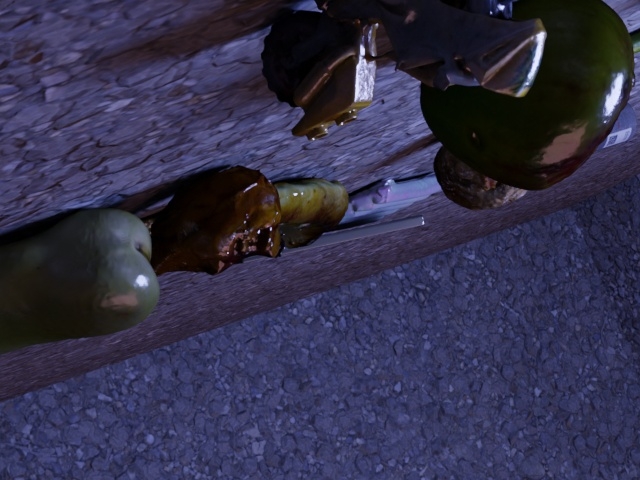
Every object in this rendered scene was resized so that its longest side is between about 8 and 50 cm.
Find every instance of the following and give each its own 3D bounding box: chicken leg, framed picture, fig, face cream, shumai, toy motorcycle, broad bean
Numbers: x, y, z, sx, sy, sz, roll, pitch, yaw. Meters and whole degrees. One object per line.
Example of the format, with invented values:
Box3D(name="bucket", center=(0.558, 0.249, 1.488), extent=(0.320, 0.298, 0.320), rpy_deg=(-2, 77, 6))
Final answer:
Box3D(name="chicken leg", center=(-0.174, 0.007, 1.378), extent=(0.304, 0.113, 0.093), rpy_deg=(-22, 154, 27))
Box3D(name="framed picture", center=(0.000, 0.000, 1.988), extent=(0.289, 0.020, 0.211), rpy_deg=(-13, -179, -11))
Box3D(name="fig", center=(0.185, -0.136, 1.112), extent=(0.191, 0.181, 0.181), rpy_deg=(2, 176, 7))
Box3D(name="face cream", center=(0.368, -0.157, 1.920), extent=(0.283, 0.073, 0.073), rpy_deg=(-18, 173, -32))
Box3D(name="shumai", center=(0.211, -0.104, 1.685), extent=(0.105, 0.123, 0.139), rpy_deg=(-1, 175, -41))
Box3D(name="toy motorcycle", center=(0.060, -0.132, 0.851), extent=(0.229, 0.130, 0.094), rpy_deg=(-25, 176, 31))
Box3D(name="broad bean", center=(-0.291, 0.049, 1.307), extent=(0.263, 0.121, 0.189), rpy_deg=(-12, 156, 10))

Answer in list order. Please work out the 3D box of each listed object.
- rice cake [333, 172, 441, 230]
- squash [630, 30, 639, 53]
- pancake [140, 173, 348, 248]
Box3D(name="rice cake", center=(0.087, -0.059, 1.982), extent=(0.189, 0.037, 0.198), rpy_deg=(-24, 173, 29))
Box3D(name="squash", center=(0.380, -0.239, 1.499), extent=(0.089, 0.027, 0.027), rpy_deg=(-21, 174, 12))
Box3D(name="pancake", center=(-0.108, -0.011, 1.622), extent=(0.305, 0.067, 0.427), rpy_deg=(-20, 175, 0))
